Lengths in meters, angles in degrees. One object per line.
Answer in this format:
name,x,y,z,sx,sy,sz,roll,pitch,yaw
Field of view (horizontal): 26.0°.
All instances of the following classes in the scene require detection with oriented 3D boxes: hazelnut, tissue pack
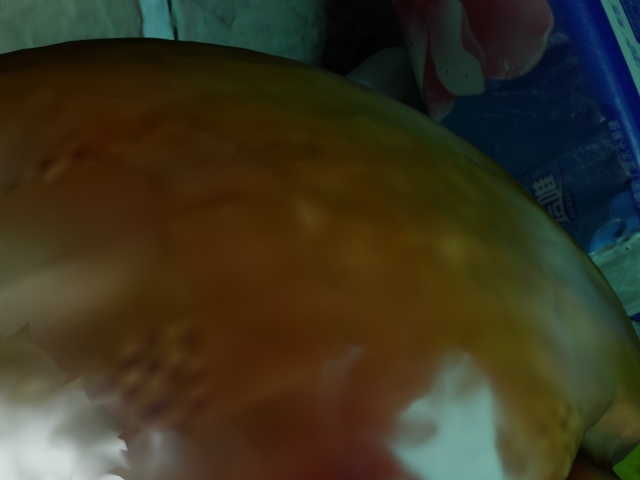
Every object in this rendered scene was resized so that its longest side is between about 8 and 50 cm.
hazelnut,-0.061,0.107,0.492,0.372,0.315,0.372,-3,96,-31
tissue pack,0.156,-0.077,0.879,0.209,0.137,0.269,15,51,-51

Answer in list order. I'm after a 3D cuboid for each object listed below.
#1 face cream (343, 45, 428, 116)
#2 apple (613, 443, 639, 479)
face cream,0.054,-0.053,0.918,0.291,0.071,0.143,-41,118,-53
apple,0.156,0.221,0.824,0.340,0.340,0.339,-14,106,-61
